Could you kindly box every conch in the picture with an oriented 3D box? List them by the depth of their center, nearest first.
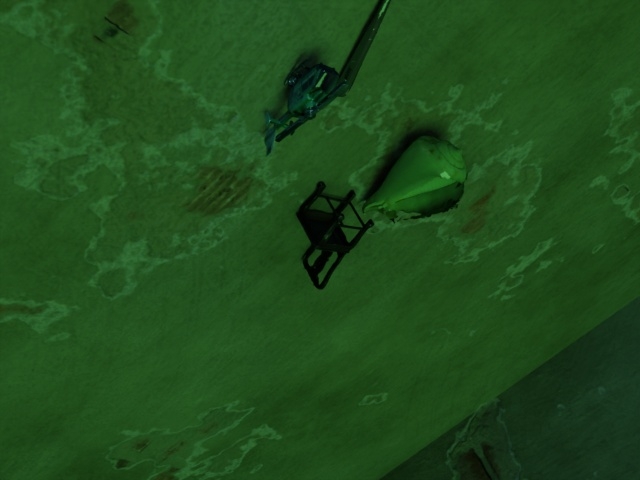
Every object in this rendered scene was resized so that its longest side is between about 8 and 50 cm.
[{"bbox_3d":[0.212,-0.110,1.731,0.144,0.137,0.250,0,136,-33],"label":"conch"}]

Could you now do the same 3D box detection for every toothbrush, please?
[{"bbox_3d":[0.090,-0.365,1.435,0.030,0.030,0.297,19,130,-13],"label":"toothbrush"}]

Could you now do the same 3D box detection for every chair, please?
[{"bbox_3d":[0.000,0.000,1.762,0.113,0.106,0.229,9,130,-40],"label":"chair"}]

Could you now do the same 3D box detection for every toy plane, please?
[{"bbox_3d":[-0.032,-0.240,1.461,0.060,0.096,0.235,11,148,-37],"label":"toy plane"}]
